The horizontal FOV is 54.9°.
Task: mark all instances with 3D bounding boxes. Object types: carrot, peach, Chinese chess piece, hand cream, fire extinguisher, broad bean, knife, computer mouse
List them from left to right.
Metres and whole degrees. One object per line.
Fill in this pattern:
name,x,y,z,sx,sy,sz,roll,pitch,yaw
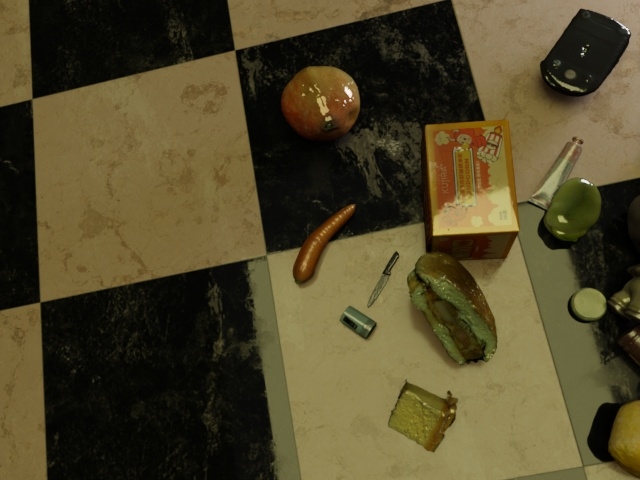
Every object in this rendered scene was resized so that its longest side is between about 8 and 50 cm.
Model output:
carrot,0.000,-0.001,1.660,0.066,0.062,0.271,17,70,46
peach,0.005,-0.369,1.681,0.233,0.232,0.232,-2,74,8
knife,0.166,0.104,1.628,0.023,0.010,0.170,27,82,21
hand cream,0.629,-0.179,1.624,0.067,0.043,0.209,30,86,10
broad bean,0.645,-0.077,1.568,0.124,0.082,0.174,41,83,7
computer mouse,0.706,-0.490,1.668,0.170,0.100,0.269,34,77,13
Chinese chess piece,0.664,0.159,1.525,0.084,0.034,0.084,-3,72,8
fire extinguisher,0.805,0.319,1.450,0.075,0.106,0.252,-26,68,-41

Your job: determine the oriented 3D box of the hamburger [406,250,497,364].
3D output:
hamburger,0.320,0.148,1.485,0.133,0.211,0.308,-30,113,21

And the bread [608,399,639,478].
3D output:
bread,0.744,0.450,1.356,0.197,0.197,0.170,16,70,13

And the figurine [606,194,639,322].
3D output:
figurine,0.808,0.016,1.453,0.203,0.248,0.380,25,88,12

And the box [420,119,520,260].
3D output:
box,0.360,-0.114,1.530,0.214,0.259,0.283,-4,74,10

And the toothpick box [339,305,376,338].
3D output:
toothpick box,0.097,0.210,1.585,0.083,0.052,0.052,32,81,17

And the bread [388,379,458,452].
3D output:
bread,0.245,0.425,1.482,0.147,0.127,0.152,23,96,14
